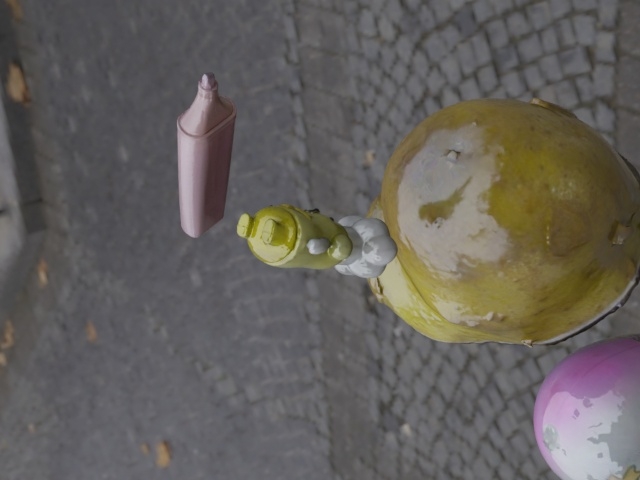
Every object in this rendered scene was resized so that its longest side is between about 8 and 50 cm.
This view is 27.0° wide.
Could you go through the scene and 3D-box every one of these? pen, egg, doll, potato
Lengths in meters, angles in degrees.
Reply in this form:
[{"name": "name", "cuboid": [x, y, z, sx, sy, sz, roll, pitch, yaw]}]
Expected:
[{"name": "pen", "cuboid": [-0.097, -0.073, 1.108, 0.032, 0.053, 0.197, 40, 149, 19]}, {"name": "egg", "cuboid": [0.379, 0.206, 1.574, 0.196, 0.271, 0.196, -13, 75, 56]}, {"name": "doll", "cuboid": [0.000, 0.000, 1.271, 0.106, 0.162, 0.062, 15, 94, 49]}, {"name": "potato", "cuboid": [0.151, -0.047, 1.477, 0.397, 0.296, 0.289, 7, 79, 44]}]
